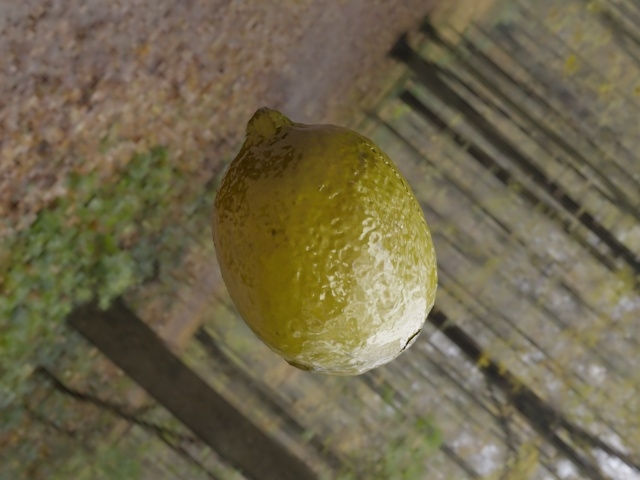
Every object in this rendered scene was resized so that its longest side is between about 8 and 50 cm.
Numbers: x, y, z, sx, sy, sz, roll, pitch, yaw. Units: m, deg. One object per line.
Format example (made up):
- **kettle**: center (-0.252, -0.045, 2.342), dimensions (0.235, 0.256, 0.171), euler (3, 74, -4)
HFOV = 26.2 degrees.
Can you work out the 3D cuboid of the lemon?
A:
- **lemon**: center (0.000, 0.000, 0.530), dimensions (0.082, 0.110, 0.082), euler (-21, -165, 6)
